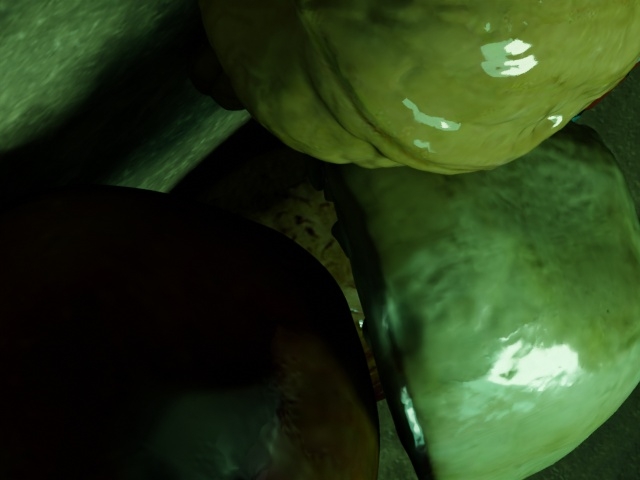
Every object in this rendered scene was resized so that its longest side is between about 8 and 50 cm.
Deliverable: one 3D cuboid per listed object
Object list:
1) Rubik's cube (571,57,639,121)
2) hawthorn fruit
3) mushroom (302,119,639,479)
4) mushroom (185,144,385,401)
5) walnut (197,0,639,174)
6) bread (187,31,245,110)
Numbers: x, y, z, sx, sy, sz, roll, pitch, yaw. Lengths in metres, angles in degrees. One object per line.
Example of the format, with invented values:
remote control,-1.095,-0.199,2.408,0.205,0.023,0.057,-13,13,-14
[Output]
Rubik's cube,0.103,-0.133,1.148,0.151,0.154,0.155,-42,173,17
hawthorn fruit,-0.106,0.116,0.992,0.325,0.308,0.308,-10,151,-52
mushroom,0.100,0.029,1.010,0.164,0.189,0.267,-20,141,-1
mushroom,0.010,0.021,1.413,0.345,0.239,0.345,-29,145,-24
walnut,0.053,-0.118,0.846,0.193,0.193,0.225,-45,173,29
bread,-0.034,-0.105,1.014,0.083,0.046,0.081,-46,178,23
